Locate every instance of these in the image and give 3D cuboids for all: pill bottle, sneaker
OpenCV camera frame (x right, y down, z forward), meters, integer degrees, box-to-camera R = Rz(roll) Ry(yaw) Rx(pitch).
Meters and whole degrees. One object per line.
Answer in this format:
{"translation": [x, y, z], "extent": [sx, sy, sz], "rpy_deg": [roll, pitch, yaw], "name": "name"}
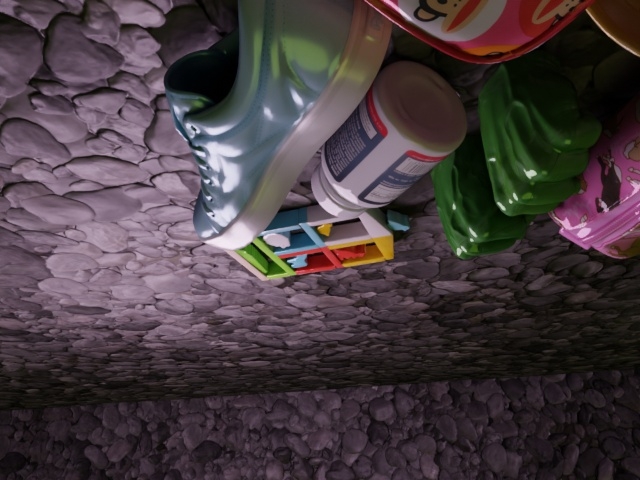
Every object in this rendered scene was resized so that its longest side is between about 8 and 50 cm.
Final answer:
{"translation": [0.063, -0.099, 0.614], "extent": [0.108, 0.108, 0.180], "rpy_deg": [10, 152, -25], "name": "pill bottle"}
{"translation": [-0.087, -0.119, 0.553], "extent": [0.150, 0.135, 0.366], "rpy_deg": [17, 140, -22], "name": "sneaker"}

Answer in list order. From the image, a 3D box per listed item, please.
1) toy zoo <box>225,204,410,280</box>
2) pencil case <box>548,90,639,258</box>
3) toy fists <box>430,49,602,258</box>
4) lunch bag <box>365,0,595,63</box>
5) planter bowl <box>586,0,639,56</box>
{"translation": [0.000, 0.000, 0.910], "extent": [0.293, 0.030, 0.192], "rpy_deg": [-10, 154, 16], "name": "toy zoo"}
{"translation": [0.376, -0.118, 0.537], "extent": [0.167, 0.160, 0.386], "rpy_deg": [-10, 159, -14], "name": "pencil case"}
{"translation": [0.212, -0.074, 0.642], "extent": [0.096, 0.142, 0.279], "rpy_deg": [2, 155, -11], "name": "toy fists"}
{"translation": [0.122, -0.231, 0.266], "extent": [0.258, 0.120, 0.293], "rpy_deg": [23, 141, -24], "name": "lunch bag"}
{"translation": [0.273, -0.221, 0.343], "extent": [0.217, 0.217, 0.090], "rpy_deg": [-31, -176, 45], "name": "planter bowl"}
